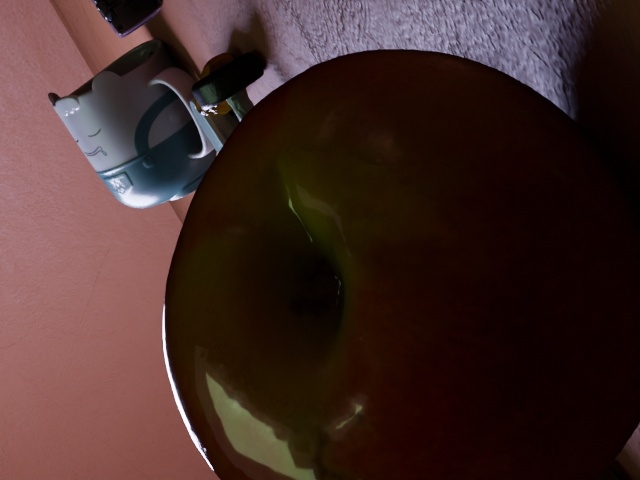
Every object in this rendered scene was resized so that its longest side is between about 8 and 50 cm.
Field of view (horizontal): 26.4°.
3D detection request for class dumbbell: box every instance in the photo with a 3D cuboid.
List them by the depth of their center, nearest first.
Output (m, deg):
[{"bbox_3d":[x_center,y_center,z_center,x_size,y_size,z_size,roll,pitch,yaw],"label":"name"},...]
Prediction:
[{"bbox_3d":[-0.083,-0.146,1.808,0.191,0.100,0.100,58,169,-11],"label":"dumbbell"}]

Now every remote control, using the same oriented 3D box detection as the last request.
[{"bbox_3d":[-0.131,-0.130,2.203,0.247,0.052,0.104,58,171,-13],"label":"remote control"}]

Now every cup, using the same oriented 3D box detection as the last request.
[{"bbox_3d":[-0.291,-0.202,2.343,0.289,0.219,0.258,-12,116,47],"label":"cup"}]

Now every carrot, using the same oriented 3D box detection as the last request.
[{"bbox_3d":[-0.147,-0.220,1.975,0.070,0.070,0.260,57,172,-4],"label":"carrot"}]

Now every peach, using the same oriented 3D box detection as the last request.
[{"bbox_3d":[0.077,0.056,1.014,0.388,0.388,0.388,54,169,15],"label":"peach"}]

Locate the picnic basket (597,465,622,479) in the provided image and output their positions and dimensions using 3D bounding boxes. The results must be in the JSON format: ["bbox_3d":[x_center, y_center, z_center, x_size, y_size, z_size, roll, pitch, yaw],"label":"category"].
[{"bbox_3d":[0.240,0.414,1.504,0.254,0.291,0.321,55,161,10],"label":"picnic basket"}]

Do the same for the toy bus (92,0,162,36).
[{"bbox_3d":[-0.339,-0.423,2.155,0.199,0.096,0.108,54,174,-5],"label":"toy bus"}]
